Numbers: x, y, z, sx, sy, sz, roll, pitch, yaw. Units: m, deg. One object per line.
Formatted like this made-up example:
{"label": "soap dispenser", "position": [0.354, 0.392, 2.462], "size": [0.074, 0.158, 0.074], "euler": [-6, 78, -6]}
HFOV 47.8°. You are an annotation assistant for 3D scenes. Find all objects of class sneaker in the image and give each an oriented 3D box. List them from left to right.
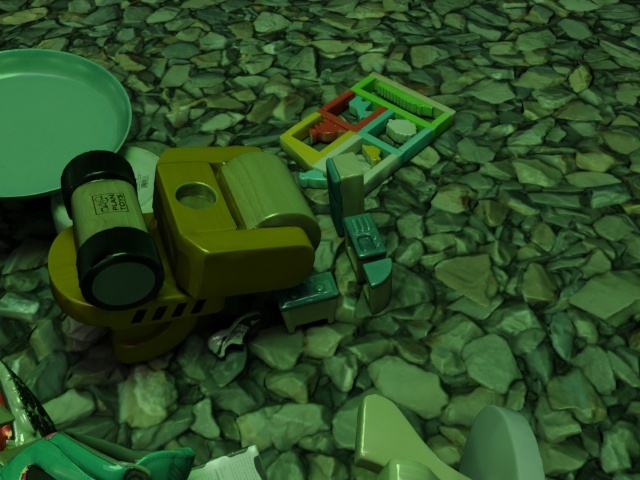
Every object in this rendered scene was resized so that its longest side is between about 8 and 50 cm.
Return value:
{"label": "sneaker", "position": [-0.367, 0.253, 0.827], "size": [0.118, 0.107, 0.279], "euler": [-26, 50, -12]}
{"label": "sneaker", "position": [-0.147, 0.261, 0.594], "size": [0.295, 0.124, 0.178], "euler": [37, 79, 6]}
{"label": "sneaker", "position": [-0.110, 0.128, 0.973], "size": [0.083, 0.032, 0.037], "euler": [-35, 68, -19]}

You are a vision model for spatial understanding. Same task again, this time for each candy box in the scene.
{"label": "candy box", "position": [-0.149, 0.279, 0.735], "size": [0.196, 0.165, 0.070], "euler": [-19, 74, -12]}

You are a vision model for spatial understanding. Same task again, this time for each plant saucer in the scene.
{"label": "plant saucer", "position": [-0.445, -0.172, 1.085], "size": [0.317, 0.044, 0.318], "euler": [4, 52, -5]}

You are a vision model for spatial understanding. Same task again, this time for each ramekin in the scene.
{"label": "ramekin", "position": [-0.305, -0.050, 1.095], "size": [0.207, 0.109, 0.207], "euler": [-2, 47, 2]}

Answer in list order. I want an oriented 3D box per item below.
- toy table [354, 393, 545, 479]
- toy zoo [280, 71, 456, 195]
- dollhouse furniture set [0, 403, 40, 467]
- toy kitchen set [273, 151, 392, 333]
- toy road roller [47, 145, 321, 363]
{"label": "toy table", "position": [0.106, 0.278, 0.693], "size": [0.160, 0.252, 0.274], "euler": [14, 39, -6]}
{"label": "toy zoo", "position": [0.068, -0.179, 1.238], "size": [0.192, 0.030, 0.293], "euler": [34, 58, 30]}
{"label": "dollhouse furniture set", "position": [-0.355, 0.319, 0.673], "size": [0.259, 0.135, 0.262], "euler": [40, 86, 9]}
{"label": "toy kitchen set", "position": [0.000, 0.000, 1.016], "size": [0.166, 0.122, 0.207], "euler": [-13, 47, -8]}
{"label": "toy road roller", "position": [-0.184, 0.024, 0.952], "size": [0.329, 0.241, 0.202], "euler": [-7, 46, -23]}
